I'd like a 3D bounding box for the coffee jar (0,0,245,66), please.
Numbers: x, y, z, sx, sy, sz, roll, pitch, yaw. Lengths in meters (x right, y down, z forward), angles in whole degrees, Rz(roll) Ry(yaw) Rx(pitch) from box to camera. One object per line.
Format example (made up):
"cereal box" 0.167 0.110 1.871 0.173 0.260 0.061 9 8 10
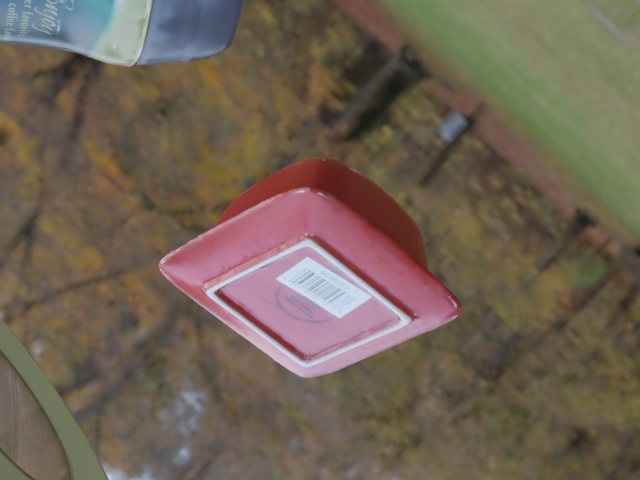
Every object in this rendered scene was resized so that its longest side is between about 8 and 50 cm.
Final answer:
"coffee jar" -0.115 -0.107 0.545 0.079 0.184 0.096 112 154 -54

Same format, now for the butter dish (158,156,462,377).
"butter dish" 0.000 0.000 1.169 0.160 0.160 0.118 39 -135 -29

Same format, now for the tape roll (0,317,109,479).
"tape roll" -0.299 0.148 1.434 0.392 0.072 0.392 54 -177 -5
